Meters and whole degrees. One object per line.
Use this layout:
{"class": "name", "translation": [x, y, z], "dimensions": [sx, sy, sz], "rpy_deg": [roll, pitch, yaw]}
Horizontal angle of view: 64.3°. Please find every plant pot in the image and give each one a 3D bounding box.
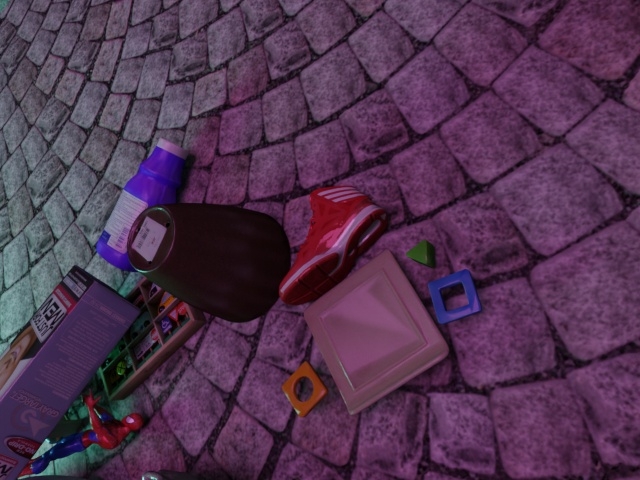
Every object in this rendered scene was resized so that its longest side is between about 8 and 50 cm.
{"class": "plant pot", "translation": [-0.204, 0.023, 0.873], "dimensions": [0.215, 0.230, 0.216], "rpy_deg": [-9, 72, 30]}

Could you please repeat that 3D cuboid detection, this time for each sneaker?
{"class": "sneaker", "translation": [0.000, 0.000, 0.857], "dimensions": [0.221, 0.087, 0.128], "rpy_deg": [-41, 50, 2]}

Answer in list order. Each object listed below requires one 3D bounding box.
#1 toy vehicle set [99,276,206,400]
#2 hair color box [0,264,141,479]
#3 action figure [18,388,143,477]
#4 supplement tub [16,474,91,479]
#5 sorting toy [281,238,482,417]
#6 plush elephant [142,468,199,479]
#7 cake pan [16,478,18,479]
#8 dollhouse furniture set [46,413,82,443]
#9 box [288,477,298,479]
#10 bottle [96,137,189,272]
{"class": "toy vehicle set", "translation": [-0.360, 0.180, 1.041], "dimensions": [0.267, 0.035, 0.166], "rpy_deg": [-43, 59, 14]}
{"class": "hair color box", "translation": [-0.524, 0.240, 0.962], "dimensions": [0.185, 0.113, 0.375], "rpy_deg": [12, 64, 53]}
{"class": "action figure", "translation": [-0.485, 0.360, 0.989], "dimensions": [0.280, 0.091, 0.139], "rpy_deg": [-17, 94, 3]}
{"class": "supplement tub", "translation": [-0.499, 0.615, 0.883], "dimensions": [0.240, 0.241, 0.332], "rpy_deg": [7, 80, 33]}
{"class": "sorting toy", "translation": [0.080, 0.139, 0.780], "dimensions": [0.347, 0.047, 0.196], "rpy_deg": [-38, 56, 17]}
{"class": "plush elephant", "translation": [-0.232, 0.468, 0.745], "dimensions": [0.329, 0.272, 0.255], "rpy_deg": [-29, 66, -22]}
{"class": "cake pan", "translation": [-0.645, 0.607, 0.973], "dimensions": [0.054, 0.293, 0.294], "rpy_deg": [11, 81, 2]}
{"class": "dollhouse furniture set", "translation": [-0.641, 0.390, 1.099], "dimensions": [0.183, 0.129, 0.129], "rpy_deg": [32, 95, 34]}
{"class": "box", "translation": [-0.019, 0.441, 0.746], "dimensions": [0.054, 0.059, 0.169], "rpy_deg": [-52, 57, 12]}
{"class": "bottle", "translation": [-0.371, -0.078, 1.086], "dimensions": [0.118, 0.092, 0.283], "rpy_deg": [26, 91, 33]}
